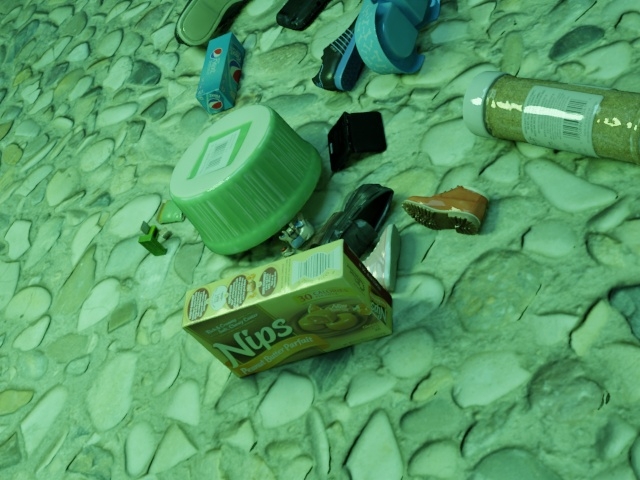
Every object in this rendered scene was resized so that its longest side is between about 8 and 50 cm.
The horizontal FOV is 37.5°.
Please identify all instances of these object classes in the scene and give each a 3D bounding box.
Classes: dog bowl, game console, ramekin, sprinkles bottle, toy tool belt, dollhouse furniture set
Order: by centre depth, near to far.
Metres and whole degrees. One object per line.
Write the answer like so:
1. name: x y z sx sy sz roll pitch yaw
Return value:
1. sprinkles bottle: 0.414 -0.210 1.605 0.355 0.121 0.121 19 68 44
2. toy tool belt: -0.055 -0.012 1.828 0.083 0.051 0.052 -43 11 -4
3. ramekin: -0.161 -0.133 1.902 0.303 0.148 0.303 -29 33 21
4. game console: 0.072 -0.203 1.933 0.107 0.071 0.122 -50 31 37
5. dog bowl: 0.160 -0.475 1.998 0.074 0.166 0.297 -13 47 42
6. dollhouse furniture set: -0.350 -0.044 2.071 0.076 0.058 0.152 -6 52 32
7. game console: 0.014 -0.666 2.354 0.213 0.044 0.361 24 70 47

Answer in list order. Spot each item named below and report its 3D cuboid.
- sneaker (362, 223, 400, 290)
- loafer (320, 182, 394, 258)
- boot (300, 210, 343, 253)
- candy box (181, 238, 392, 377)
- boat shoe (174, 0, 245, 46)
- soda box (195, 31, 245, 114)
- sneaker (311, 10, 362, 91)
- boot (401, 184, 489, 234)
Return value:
1. sneaker: 0.102 0.031 1.679 0.070 0.051 0.134 -7 55 25
2. loafer: 0.065 -0.016 1.728 0.078 0.076 0.223 0 51 46
3. boot: 0.000 0.000 1.791 0.106 0.037 0.114 -45 9 46
4. candy box: -0.057 0.123 1.617 0.316 0.183 0.088 -18 45 23
5. boat shoe: -0.271 -0.639 2.486 0.340 0.127 0.113 -59 22 -16
6. soda box: -0.242 -0.408 2.300 0.071 0.067 0.210 -15 48 25
7. sneaker: 0.058 -0.431 2.087 0.090 0.081 0.232 11 63 34
8. boot: 0.223 -0.064 1.673 0.157 0.059 0.085 13 60 33
